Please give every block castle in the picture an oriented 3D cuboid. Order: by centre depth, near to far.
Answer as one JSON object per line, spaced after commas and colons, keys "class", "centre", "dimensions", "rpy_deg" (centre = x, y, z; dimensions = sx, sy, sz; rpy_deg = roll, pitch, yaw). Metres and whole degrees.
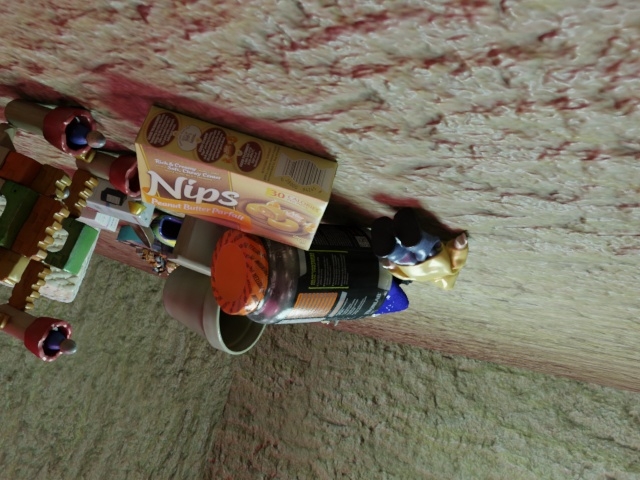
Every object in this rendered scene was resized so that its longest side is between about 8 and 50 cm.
{"class": "block castle", "centre": [-0.518, -0.013, 1.121], "dimensions": [0.213, 0.453, 0.303], "rpy_deg": [20, 168, 18]}

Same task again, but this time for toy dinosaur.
{"class": "toy dinosaur", "centre": [-0.599, 0.106, 2.420], "dimensions": [0.322, 0.164, 0.218], "rpy_deg": [34, 157, 22]}

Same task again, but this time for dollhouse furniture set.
{"class": "dollhouse furniture set", "centre": [-0.271, -0.019, 1.345], "dimensions": [0.286, 0.198, 0.303], "rpy_deg": [27, 164, -39]}

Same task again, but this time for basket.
{"class": "basket", "centre": [-0.898, 0.000, 1.903], "dimensions": [0.331, 0.328, 0.266], "rpy_deg": [22, 164, -22]}

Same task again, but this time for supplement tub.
{"class": "supplement tub", "centre": [-0.036, 0.065, 1.208], "dimensions": [0.338, 0.207, 0.207], "rpy_deg": [4, 177, -38]}

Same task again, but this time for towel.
{"class": "towel", "centre": [0.097, 0.140, 1.563], "dimensions": [0.228, 0.076, 0.308], "rpy_deg": [-2, 159, 21]}

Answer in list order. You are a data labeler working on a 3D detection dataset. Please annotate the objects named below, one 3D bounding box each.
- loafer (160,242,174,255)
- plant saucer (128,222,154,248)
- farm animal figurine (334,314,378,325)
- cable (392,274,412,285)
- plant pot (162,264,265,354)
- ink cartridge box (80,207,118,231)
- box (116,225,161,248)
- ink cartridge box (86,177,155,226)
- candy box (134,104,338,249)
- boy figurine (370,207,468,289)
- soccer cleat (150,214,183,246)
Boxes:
{"class": "loafer", "centre": [-0.462, 0.047, 2.083], "dimensions": [0.109, 0.095, 0.302], "rpy_deg": [8, 165, 27]}
{"class": "plant saucer", "centre": [-0.536, -0.053, 1.736], "dimensions": [0.168, 0.029, 0.168], "rpy_deg": [43, 155, 25]}
{"class": "farm animal figurine", "centre": [0.023, 0.183, 1.899], "dimensions": [0.331, 0.172, 0.327], "rpy_deg": [13, 167, 15]}
{"class": "cable", "centre": [0.178, 0.078, 1.546], "dimensions": [0.151, 0.047, 0.184], "rpy_deg": [20, 168, -24]}
{"class": "plant pot", "centre": [-0.359, 0.194, 1.986], "dimensions": [0.281, 0.323, 0.323], "rpy_deg": [10, 166, 27]}
{"class": "ink cartridge box", "centre": [-0.655, -0.091, 1.744], "dimensions": [0.090, 0.092, 0.143], "rpy_deg": [13, 168, 11]}
{"class": "box", "centre": [-0.643, -0.011, 2.140], "dimensions": [0.101, 0.060, 0.244], "rpy_deg": [25, 164, -35]}
{"class": "ink cartridge box", "centre": [-0.547, -0.105, 1.593], "dimensions": [0.175, 0.072, 0.127], "rpy_deg": [16, 167, -2]}
{"class": "candy box", "centre": [-0.146, -0.098, 1.010], "dimensions": [0.317, 0.087, 0.183], "rpy_deg": [17, 150, -4]}
{"class": "boy figurine", "centre": [0.218, 0.028, 1.183], "dimensions": [0.177, 0.092, 0.285], "rpy_deg": [-23, 151, 28]}
{"class": "soccer cleat", "centre": [-0.375, 0.001, 1.795], "dimensions": [0.289, 0.093, 0.121], "rpy_deg": [22, 164, -23]}
